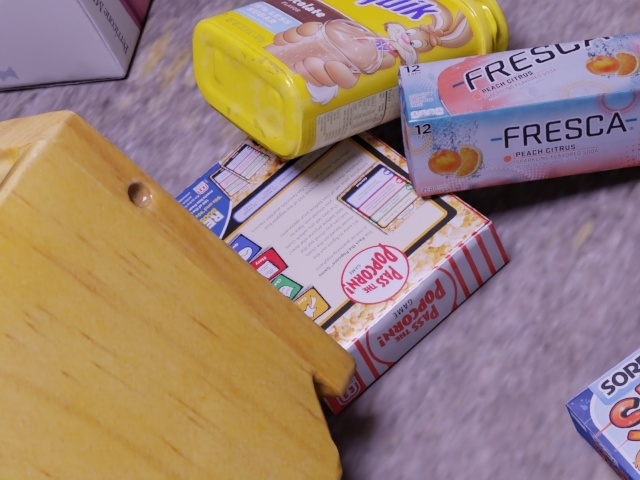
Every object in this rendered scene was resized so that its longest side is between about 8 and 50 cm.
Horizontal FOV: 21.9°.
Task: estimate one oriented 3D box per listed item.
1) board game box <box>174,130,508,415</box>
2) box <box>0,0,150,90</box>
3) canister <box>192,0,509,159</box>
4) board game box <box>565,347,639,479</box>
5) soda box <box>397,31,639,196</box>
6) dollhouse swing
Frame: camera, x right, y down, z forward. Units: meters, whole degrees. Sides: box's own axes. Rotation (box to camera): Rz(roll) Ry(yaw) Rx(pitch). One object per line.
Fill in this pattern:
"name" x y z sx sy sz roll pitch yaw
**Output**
"board game box" 0.000 0.000 1.050 0.147 0.045 0.193 -40 48 -10
"box" -0.203 -0.251 1.274 0.127 0.148 0.232 -3 54 22
"canister" 0.018 -0.122 1.073 0.170 0.073 0.126 -23 42 -31
"board game box" 0.251 0.078 0.878 0.201 0.035 0.136 -36 48 -5
"soda box" 0.140 -0.079 1.005 0.183 0.063 0.058 -8 42 1
"dollhouse swing" -0.226 0.151 0.895 0.305 0.315 0.347 -30 25 44
